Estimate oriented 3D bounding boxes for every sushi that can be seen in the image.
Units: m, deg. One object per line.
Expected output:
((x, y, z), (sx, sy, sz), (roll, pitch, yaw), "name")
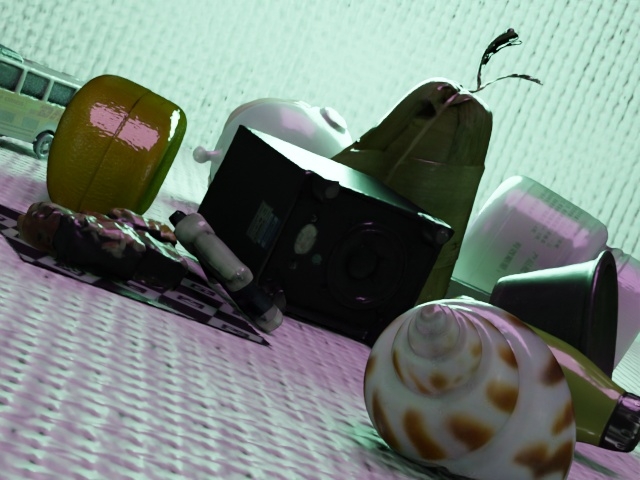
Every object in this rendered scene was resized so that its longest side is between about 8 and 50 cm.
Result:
((-0.202, 0.005, 1.592), (0.292, 0.059, 0.294), (22, 5, -27), "sushi")

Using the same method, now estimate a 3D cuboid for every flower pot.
((0.294, 0.123, 1.931), (0.148, 0.235, 0.235), (6, -1, 20), "flower pot")

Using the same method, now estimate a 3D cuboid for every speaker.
((0.000, 0.000, 1.867), (0.232, 0.184, 0.254), (20, 9, -30), "speaker")

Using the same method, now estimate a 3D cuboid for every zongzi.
((0.067, -0.139, 2.196), (0.418, 0.447, 0.181), (20, 12, 14), "zongzi")

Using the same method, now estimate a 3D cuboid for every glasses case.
((-0.264, -0.119, 1.923), (0.141, 0.173, 0.371), (27, 5, -4), "glasses case")

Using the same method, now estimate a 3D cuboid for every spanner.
((-0.124, 0.018, 1.721), (0.095, 0.040, 0.325), (55, -7, -26), "spanner")

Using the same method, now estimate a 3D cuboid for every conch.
((0.128, 0.128, 1.293), (0.183, 0.148, 0.275), (22, 1, 31), "conch")

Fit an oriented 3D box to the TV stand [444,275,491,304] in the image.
((0.172, 0.085, 2.332), (0.270, 0.082, 0.088), (24, 6, 9), "TV stand")

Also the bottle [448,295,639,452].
((0.244, 0.160, 1.702), (0.260, 0.112, 0.112), (25, 5, 20), "bottle")

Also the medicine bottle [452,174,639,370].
((0.394, 0.069, 2.518), (0.325, 0.256, 0.256), (32, 7, 10), "medicine bottle")

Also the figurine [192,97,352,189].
((-0.015, -0.109, 2.510), (0.361, 0.253, 0.211), (25, 6, 12), "figurine")

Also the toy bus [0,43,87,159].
((-0.456, -0.207, 2.178), (0.097, 0.138, 0.342), (29, 5, 29), "toy bus")
